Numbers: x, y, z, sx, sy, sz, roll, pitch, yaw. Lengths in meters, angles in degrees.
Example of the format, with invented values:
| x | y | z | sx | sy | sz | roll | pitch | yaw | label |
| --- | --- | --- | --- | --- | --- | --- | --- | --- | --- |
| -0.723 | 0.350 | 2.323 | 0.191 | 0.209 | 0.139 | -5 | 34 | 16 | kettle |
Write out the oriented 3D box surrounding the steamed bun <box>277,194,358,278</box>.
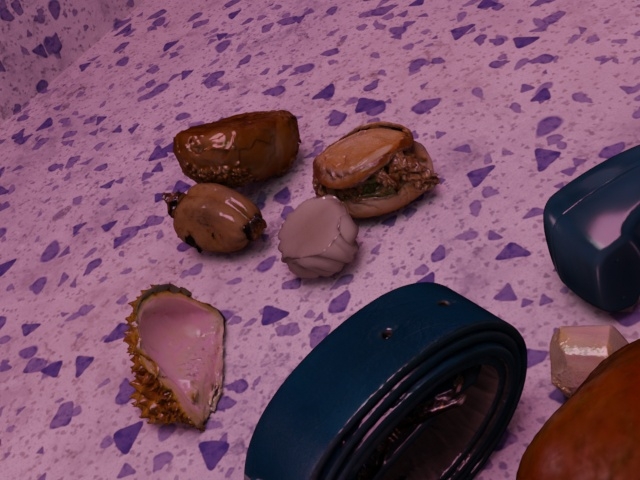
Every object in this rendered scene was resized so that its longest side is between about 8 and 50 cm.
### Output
| x | y | z | sx | sy | sz | roll | pitch | yaw | label |
| --- | --- | --- | --- | --- | --- | --- | --- | --- | --- |
| 0.000 | 0.000 | 1.656 | 0.183 | 0.106 | 0.183 | -21 | 48 | 25 | steamed bun |

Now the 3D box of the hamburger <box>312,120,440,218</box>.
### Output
| x | y | z | sx | sy | sz | roll | pitch | yaw | label |
| --- | --- | --- | --- | --- | --- | --- | --- | --- | --- |
| 0.113 | -0.154 | 1.744 | 0.286 | 0.146 | 0.243 | -6 | 36 | 33 | hamburger |

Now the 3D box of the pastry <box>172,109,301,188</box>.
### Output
| x | y | z | sx | sy | sz | roll | pitch | yaw | label |
| --- | --- | --- | --- | --- | --- | --- | --- | --- | --- |
| -0.191 | -0.206 | 1.927 | 0.255 | 0.161 | 0.311 | 5 | 23 | 43 | pastry |

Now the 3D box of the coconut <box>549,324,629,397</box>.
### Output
| x | y | z | sx | sy | sz | roll | pitch | yaw | label |
| --- | --- | --- | --- | --- | --- | --- | --- | --- | --- |
| 0.410 | 0.181 | 1.223 | 0.122 | 0.116 | 0.116 | -5 | 43 | 31 | coconut |

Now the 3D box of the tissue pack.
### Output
| x | y | z | sx | sy | sz | roll | pitch | yaw | label |
| --- | --- | --- | --- | --- | --- | --- | --- | --- | --- |
| 0.508 | -0.037 | 1.347 | 0.287 | 0.198 | 0.206 | -31 | 41 | -3 | tissue pack |

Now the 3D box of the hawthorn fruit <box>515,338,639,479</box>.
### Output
| x | y | z | sx | sy | sz | roll | pitch | yaw | label |
| --- | --- | --- | --- | --- | --- | --- | --- | --- | --- |
| 0.393 | 0.305 | 0.912 | 0.403 | 0.403 | 0.402 | -15 | 40 | 13 | hawthorn fruit |

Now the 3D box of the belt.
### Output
| x | y | z | sx | sy | sz | roll | pitch | yaw | label |
| --- | --- | --- | --- | --- | --- | --- | --- | --- | --- |
| 0.099 | 0.260 | 1.155 | 0.436 | 0.300 | 0.173 | -40 | 39 | -12 | belt |

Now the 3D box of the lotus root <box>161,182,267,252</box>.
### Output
| x | y | z | sx | sy | sz | roll | pitch | yaw | label |
| --- | --- | --- | --- | --- | --- | --- | --- | --- | --- |
| -0.230 | -0.045 | 1.809 | 0.257 | 0.140 | 0.154 | 18 | 67 | 34 | lotus root |

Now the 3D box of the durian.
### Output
| x | y | z | sx | sy | sz | roll | pitch | yaw | label |
| --- | --- | --- | --- | --- | --- | --- | --- | --- | --- |
| -0.292 | 0.189 | 1.542 | 0.186 | 0.195 | 0.305 | -14 | 42 | 25 | durian |
